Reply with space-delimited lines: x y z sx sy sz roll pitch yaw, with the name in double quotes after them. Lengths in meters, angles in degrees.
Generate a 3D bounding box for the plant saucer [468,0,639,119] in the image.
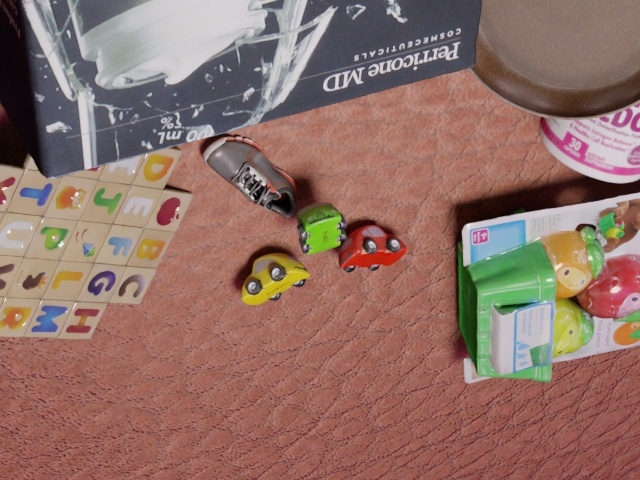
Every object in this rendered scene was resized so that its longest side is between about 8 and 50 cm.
0.298 -0.298 1.670 0.311 0.050 0.310 6 114 15 "plant saucer"

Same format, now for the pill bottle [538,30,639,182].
0.400 -0.228 1.794 0.160 0.160 0.283 2 129 -23 "pill bottle"

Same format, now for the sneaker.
-0.081 -0.078 1.802 0.158 0.065 0.061 29 115 -39 "sneaker"

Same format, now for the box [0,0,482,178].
-0.100 -0.373 1.324 0.480 0.297 0.471 -17 137 -20 "box"

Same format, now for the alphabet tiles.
-0.306 -0.001 1.712 0.343 0.011 0.285 7 116 -53 "alphabet tiles"

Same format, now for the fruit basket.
0.378 0.074 2.038 0.353 0.165 0.327 -7 134 -2 "fruit basket"

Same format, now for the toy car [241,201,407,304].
0.000 0.000 1.875 0.239 0.053 0.225 -17 158 -7 "toy car"
